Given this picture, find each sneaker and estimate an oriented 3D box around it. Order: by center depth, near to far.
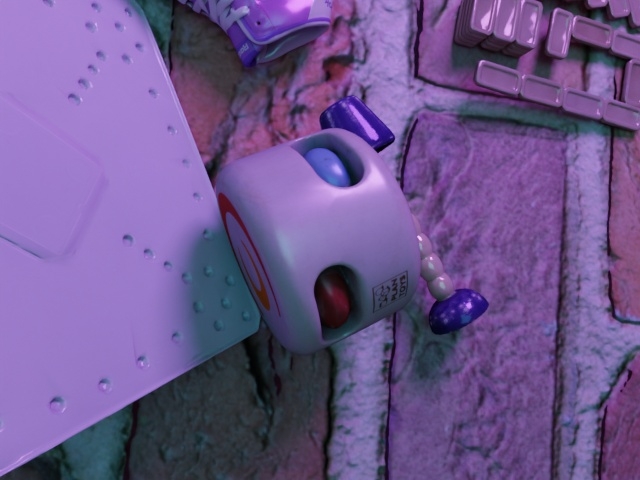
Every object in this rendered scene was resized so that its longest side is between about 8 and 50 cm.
[{"bbox_3d":[-0.122,-0.271,0.533,0.281,0.102,0.161,-2,91,-6],"label":"sneaker"}]

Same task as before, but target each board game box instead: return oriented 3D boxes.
[{"bbox_3d":[-0.245,-0.043,0.398,0.050,0.390,0.390,-21,90,32],"label":"board game box"}]

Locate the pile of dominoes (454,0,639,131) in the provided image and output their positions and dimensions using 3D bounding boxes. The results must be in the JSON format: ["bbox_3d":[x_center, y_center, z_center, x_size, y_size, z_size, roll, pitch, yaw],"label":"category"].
[{"bbox_3d":[0.291,-0.253,0.617,0.251,0.040,0.196,12,86,-13],"label":"pile of dominoes"}]

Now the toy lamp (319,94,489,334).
[{"bbox_3d":[0.087,-0.031,0.553,0.080,0.080,0.275,-32,90,-6],"label":"toy lamp"}]

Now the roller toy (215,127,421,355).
[{"bbox_3d":[0.000,0.000,0.481,0.146,0.191,0.210,-23,90,-16],"label":"roller toy"}]
